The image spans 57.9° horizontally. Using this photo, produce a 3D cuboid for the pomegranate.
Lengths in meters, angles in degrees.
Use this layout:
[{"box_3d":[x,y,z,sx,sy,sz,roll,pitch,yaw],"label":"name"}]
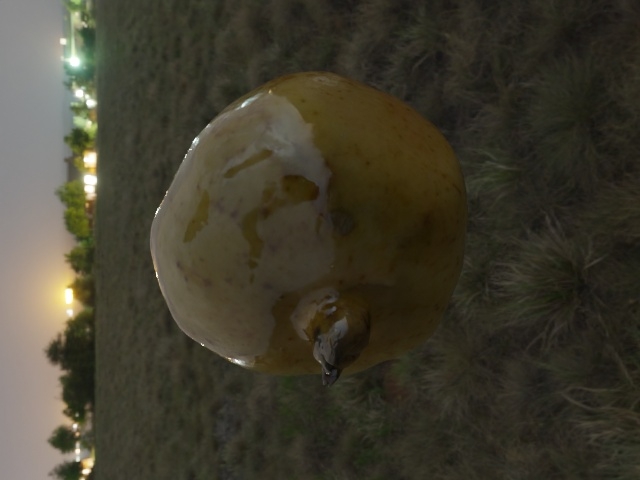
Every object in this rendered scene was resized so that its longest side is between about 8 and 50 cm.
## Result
[{"box_3d":[0.000,0.000,0.601,0.342,0.342,0.343,179,90,-67],"label":"pomegranate"}]
